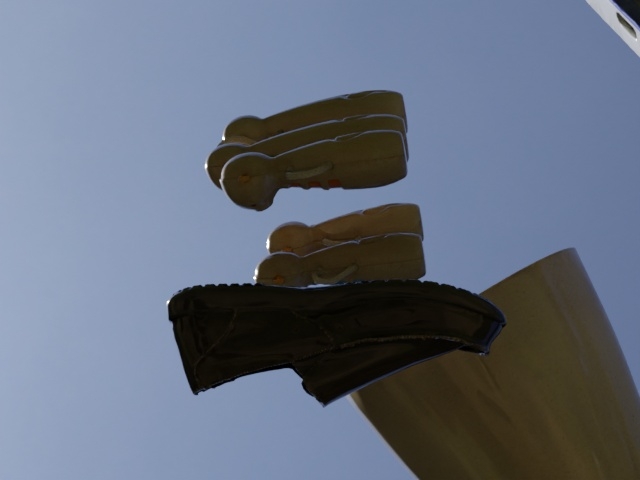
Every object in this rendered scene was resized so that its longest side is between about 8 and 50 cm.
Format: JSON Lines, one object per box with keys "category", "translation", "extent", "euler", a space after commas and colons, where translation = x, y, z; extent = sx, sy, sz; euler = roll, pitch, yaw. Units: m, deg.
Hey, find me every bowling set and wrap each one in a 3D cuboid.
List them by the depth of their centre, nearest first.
{"category": "bowling set", "translation": [0.000, 0.000, 1.053], "extent": [0.154, 0.287, 0.200], "euler": [-9, -81, 6]}

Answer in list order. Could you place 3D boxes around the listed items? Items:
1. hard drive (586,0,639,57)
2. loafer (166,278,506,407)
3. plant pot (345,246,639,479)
{"category": "hard drive", "translation": [0.386, -0.229, 1.093], "extent": [0.318, 0.210, 0.040], "euler": [-24, -53, 0]}
{"category": "loafer", "translation": [0.010, 0.070, 0.906], "extent": [0.220, 0.080, 0.078], "euler": [-1, -100, 3]}
{"category": "plant pot", "translation": [0.198, 0.190, 1.278], "extent": [0.256, 0.256, 0.274], "euler": [-38, -103, 31]}
